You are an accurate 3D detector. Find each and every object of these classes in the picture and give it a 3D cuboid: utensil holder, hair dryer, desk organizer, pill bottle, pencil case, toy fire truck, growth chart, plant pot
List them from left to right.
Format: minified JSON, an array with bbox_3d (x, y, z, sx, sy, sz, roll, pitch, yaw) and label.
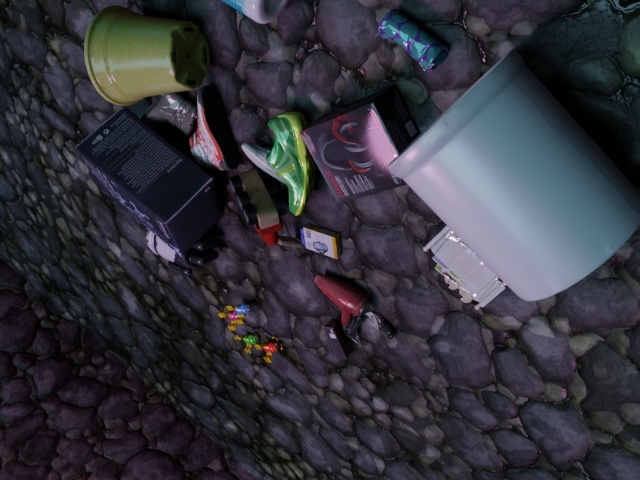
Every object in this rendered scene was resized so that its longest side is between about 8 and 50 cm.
[{"bbox_3d":[-0.459,-0.512,1.785,0.254,0.276,0.275,7,127,24],"label":"plant pot"},{"bbox_3d":[-0.204,-0.633,1.509,0.264,0.146,0.146,35,139,16],"label":"pill bottle"},{"bbox_3d":[-0.156,-0.073,1.933,0.246,0.159,0.217,84,162,-47],"label":"toy fire truck"},{"bbox_3d":[0.062,0.328,2.141,0.047,0.050,0.130,-2,120,43],"label":"desk organizer"},{"bbox_3d":[0.079,0.224,2.016,0.224,0.080,0.293,-24,104,50],"label":"hair dryer"},{"bbox_3d":[0.197,-0.427,1.376,0.152,0.064,0.070,41,124,9],"label":"pencil case"},{"bbox_3d":[0.371,0.071,1.665,0.237,0.021,0.172,47,142,1],"label":"growth chart"},{"bbox_3d":[0.380,-0.119,1.265,0.385,0.327,0.328,47,141,-3],"label":"utensil holder"}]

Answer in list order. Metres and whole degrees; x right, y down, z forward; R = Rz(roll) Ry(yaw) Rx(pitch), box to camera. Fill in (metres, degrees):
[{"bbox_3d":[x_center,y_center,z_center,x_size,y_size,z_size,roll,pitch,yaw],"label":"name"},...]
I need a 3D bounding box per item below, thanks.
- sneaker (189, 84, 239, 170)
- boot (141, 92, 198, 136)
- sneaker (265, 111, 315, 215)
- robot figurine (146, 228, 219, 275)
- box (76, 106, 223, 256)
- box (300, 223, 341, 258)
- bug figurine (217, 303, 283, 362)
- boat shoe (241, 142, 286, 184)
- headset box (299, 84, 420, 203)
[{"bbox_3d":[-0.350,-0.334,1.937,0.145,0.090,0.270,8,130,35],"label":"sneaker"},{"bbox_3d":[-0.468,-0.378,2.023,0.161,0.083,0.246,43,143,-3],"label":"boot"},{"bbox_3d":[-0.083,-0.212,1.766,0.124,0.109,0.295,3,118,15],"label":"sneaker"},{"bbox_3d":[-0.492,0.000,2.278,0.278,0.209,0.173,20,169,30],"label":"robot figurine"},{"bbox_3d":[-0.540,-0.184,2.075,0.396,0.212,0.293,38,162,13],"label":"box"},{"bbox_3d":[0.000,0.000,1.945,0.136,0.028,0.081,21,134,33],"label":"box"},{"bbox_3d":[-0.270,0.333,2.435,0.216,0.072,0.279,-7,122,52],"label":"bug figurine"},{"bbox_3d":[-0.143,-0.235,1.852,0.184,0.063,0.066,34,163,14],"label":"boat shoe"},{"bbox_3d":[0.100,-0.227,1.594,0.293,0.110,0.218,-11,114,47],"label":"headset box"}]
